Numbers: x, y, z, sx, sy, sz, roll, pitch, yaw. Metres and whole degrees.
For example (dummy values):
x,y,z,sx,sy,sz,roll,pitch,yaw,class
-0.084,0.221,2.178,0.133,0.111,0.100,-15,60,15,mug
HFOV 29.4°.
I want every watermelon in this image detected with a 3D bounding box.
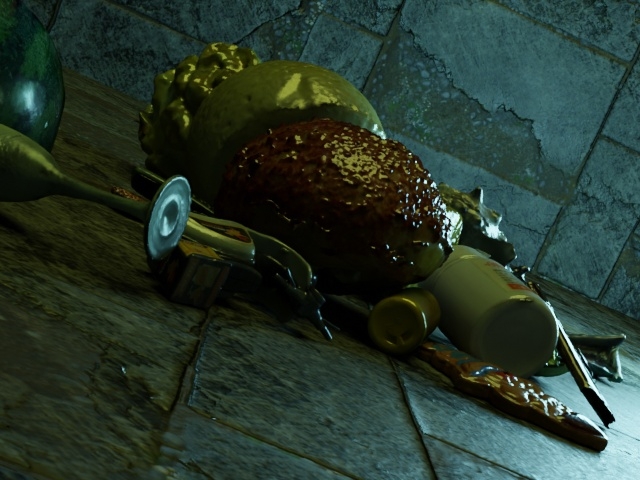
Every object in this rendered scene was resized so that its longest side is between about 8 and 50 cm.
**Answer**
x,y,z,sx,sy,sz,roll,pitch,yaw,class
-0.473,-0.179,1.614,0.292,0.319,0.222,15,44,-21,watermelon

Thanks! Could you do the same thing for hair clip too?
x,y,z,sx,sy,sz,roll,pitch,yaw,class
0.399,0.170,2.284,0.358,0.095,0.110,17,41,11,hair clip

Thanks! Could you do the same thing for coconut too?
x,y,z,sx,sy,sz,roll,pitch,yaw,class
0.330,0.181,1.949,0.158,0.055,0.133,31,8,34,coconut

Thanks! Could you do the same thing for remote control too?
x,y,z,sx,sy,sz,roll,pitch,yaw,class
-0.185,-0.041,1.817,0.222,0.042,0.072,33,0,-11,remote control

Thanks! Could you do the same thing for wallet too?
x,y,z,sx,sy,sz,roll,pitch,yaw,class
0.370,0.167,1.811,0.122,0.031,0.232,51,11,-40,wallet

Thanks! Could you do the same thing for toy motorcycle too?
x,y,z,sx,sy,sz,roll,pitch,yaw,class
-0.091,0.039,1.466,0.263,0.091,0.157,16,18,-39,toy motorcycle

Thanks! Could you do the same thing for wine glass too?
x,y,z,sx,sy,sz,roll,pitch,yaw,class
-0.331,-0.050,1.273,0.309,0.096,0.264,17,17,16,wine glass

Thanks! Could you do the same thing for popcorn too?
x,y,z,sx,sy,sz,roll,pitch,yaw,class
-0.177,-0.185,2.182,0.312,0.312,0.312,24,7,-3,popcorn

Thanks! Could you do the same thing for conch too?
x,y,z,sx,sy,sz,roll,pitch,yaw,class
0.253,0.021,2.179,0.186,0.241,0.313,3,30,-33,conch

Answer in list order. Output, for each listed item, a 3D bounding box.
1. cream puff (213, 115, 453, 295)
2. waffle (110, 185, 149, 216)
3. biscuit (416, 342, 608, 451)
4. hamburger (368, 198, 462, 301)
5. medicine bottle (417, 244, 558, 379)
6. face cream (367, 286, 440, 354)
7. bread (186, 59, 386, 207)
x,y,z,sx,sy,sz,roll,pitch,yaw,class
0.019,-0.052,1.707,0.350,0.229,0.350,10,-17,3,cream puff
-0.268,-0.051,1.771,0.075,0.029,0.083,29,4,16,waffle
0.254,0.203,1.626,0.280,0.043,0.183,24,9,23,biscuit
0.138,0.020,1.994,0.122,0.215,0.189,23,35,23,hamburger
0.242,0.102,1.830,0.144,0.144,0.252,21,11,-25,medicine bottle
0.125,0.106,1.712,0.078,0.078,0.273,25,7,10,face cream
-0.052,-0.137,1.952,0.320,0.320,0.237,22,15,-16,bread
